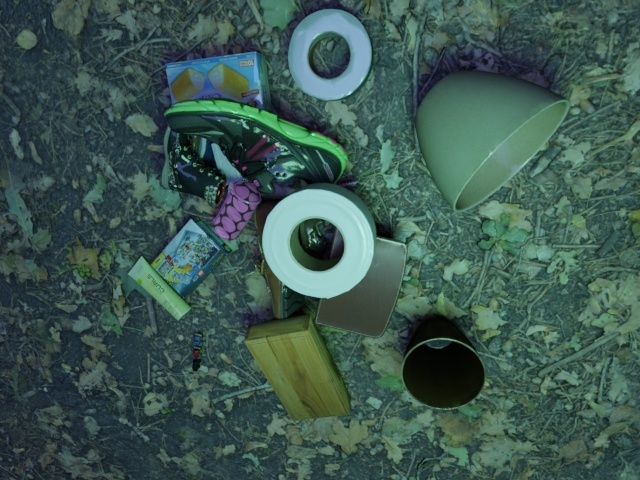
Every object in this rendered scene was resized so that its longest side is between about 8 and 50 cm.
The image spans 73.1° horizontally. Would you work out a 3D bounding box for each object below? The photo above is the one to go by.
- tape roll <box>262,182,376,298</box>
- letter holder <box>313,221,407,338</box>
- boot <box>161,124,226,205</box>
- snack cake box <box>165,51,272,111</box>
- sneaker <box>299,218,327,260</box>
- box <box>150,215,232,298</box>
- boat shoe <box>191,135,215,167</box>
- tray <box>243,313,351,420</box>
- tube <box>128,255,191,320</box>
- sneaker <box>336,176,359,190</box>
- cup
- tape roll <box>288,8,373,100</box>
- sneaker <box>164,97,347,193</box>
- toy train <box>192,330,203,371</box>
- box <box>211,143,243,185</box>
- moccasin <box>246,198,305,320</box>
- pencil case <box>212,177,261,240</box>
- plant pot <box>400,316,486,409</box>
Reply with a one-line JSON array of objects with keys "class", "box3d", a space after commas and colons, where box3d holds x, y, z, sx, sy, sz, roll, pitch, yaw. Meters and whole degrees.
[{"class": "tape roll", "box3d": [0.000, 0.000, 1.107, 0.286, 0.100, 0.286, 3, 107, 10]}, {"class": "letter holder", "box3d": [0.123, 0.103, 1.253, 0.215, 0.152, 0.301, 14, 109, 5]}, {"class": "boot", "box3d": [-0.343, -0.222, 1.204, 0.179, 0.085, 0.236, 23, 121, 6]}, {"class": "snack cake box", "box3d": [-0.279, -0.423, 1.200, 0.265, 0.089, 0.152, -2, 106, 12]}, {"class": "sneaker", "box3d": [-0.013, 0.023, 1.297, 0.071, 0.066, 0.188, -8, 106, 11]}, {"class": "box", "box3d": [-0.420, 0.057, 1.399, 0.159, 0.044, 0.233, 45, 110, -5]}, {"class": "boat shoe", "box3d": [-0.353, -0.265, 1.282, 0.066, 0.066, 0.183, 34, 117, 21]}, {"class": "tray", "box3d": [-0.060, 0.413, 1.354, 0.203, 0.076, 0.410, -13, 124, 15]}, {"class": "tube", "box3d": [-0.541, 0.167, 1.452, 0.240, 0.062, 0.070, 45, 69, 0]}, {"class": "sneaker", "box3d": [0.060, -0.142, 1.249, 0.119, 0.047, 0.057, -18, 117, 20]}, {"class": "cup", "box3d": [0.366, -0.265, 1.030, 0.331, 0.331, 0.237, -46, 68, 20]}, {"class": "tape roll", "box3d": [0.028, -0.480, 1.131, 0.219, 0.072, 0.219, 3, 107, 10]}, {"class": "sneaker", "box3d": [-0.164, -0.230, 1.116, 0.483, 0.185, 0.202, 17, 99, -15]}, {"class": "toy train", "box3d": [-0.431, 0.388, 1.507, 0.027, 0.036, 0.158, 12, 109, 7]}, {"class": "box", "box3d": [-0.228, -0.236, 1.256, 0.137, 0.072, 0.126, -8, 106, 14]}, {"class": "moccasin", "box3d": [-0.135, 0.066, 1.299, 0.147, 0.139, 0.379, 0, 108, 34]}, {"class": "pencil case", "box3d": [-0.250, -0.086, 1.261, 0.098, 0.095, 0.209, 15, 139, -24]}, {"class": "plant pot", "box3d": [0.338, 0.317, 1.231, 0.216, 0.230, 0.215, 3, 108, 10]}]
